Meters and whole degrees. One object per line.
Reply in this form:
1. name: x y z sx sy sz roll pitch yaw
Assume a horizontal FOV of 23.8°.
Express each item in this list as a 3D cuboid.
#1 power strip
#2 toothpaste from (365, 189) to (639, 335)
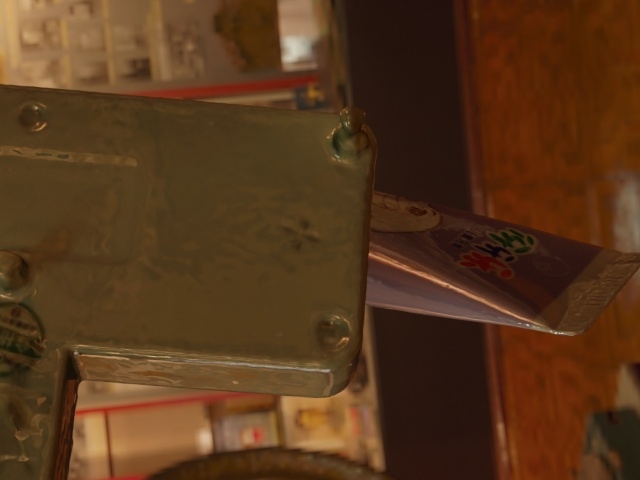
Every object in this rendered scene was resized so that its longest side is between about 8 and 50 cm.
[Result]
1. power strip: -0.093 0.021 0.460 0.061 0.216 0.145 94 179 -69
2. toothpaste: 0.000 0.000 0.905 0.125 0.371 0.080 -33 -50 -56
